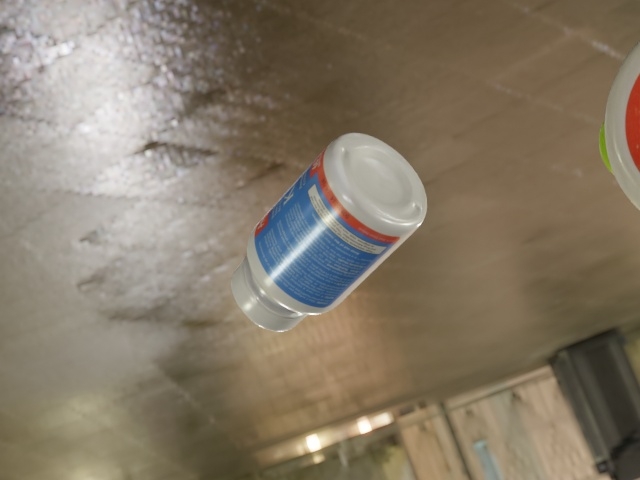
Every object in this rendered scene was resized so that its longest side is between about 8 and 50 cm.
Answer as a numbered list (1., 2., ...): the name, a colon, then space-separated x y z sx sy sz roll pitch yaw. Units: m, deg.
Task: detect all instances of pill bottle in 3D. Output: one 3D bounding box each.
1. pill bottle: 0.000 0.000 1.394 0.124 0.124 0.221 -5 148 -45

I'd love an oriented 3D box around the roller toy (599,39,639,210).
1. roller toy: 0.332 -0.091 1.063 0.209 0.191 0.146 -45 153 19
